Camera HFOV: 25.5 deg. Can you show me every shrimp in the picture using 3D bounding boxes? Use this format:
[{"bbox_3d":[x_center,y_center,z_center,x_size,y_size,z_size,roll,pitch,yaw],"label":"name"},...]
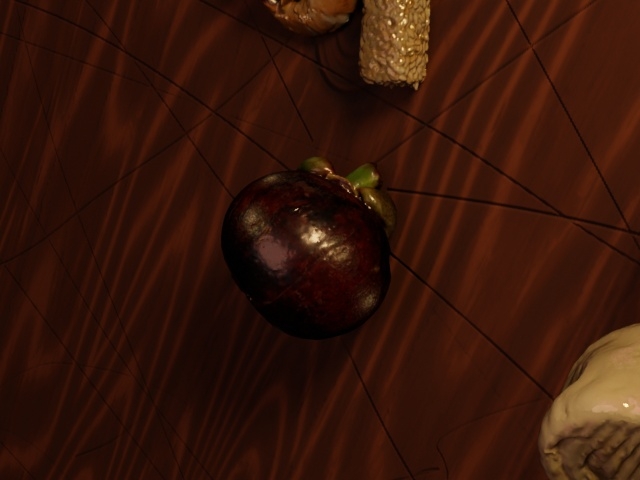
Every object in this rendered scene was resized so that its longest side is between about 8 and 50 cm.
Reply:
[{"bbox_3d":[-0.056,-0.340,1.774,0.287,0.063,0.152,22,124,41],"label":"shrimp"}]

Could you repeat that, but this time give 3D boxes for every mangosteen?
[{"bbox_3d":[-0.003,0.010,1.685,0.216,0.216,0.216,10,104,45],"label":"mangosteen"}]

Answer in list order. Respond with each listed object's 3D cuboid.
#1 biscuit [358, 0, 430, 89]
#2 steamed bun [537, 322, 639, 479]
[{"bbox_3d":[0.084,-0.259,1.629,0.082,0.070,0.168,11,102,37],"label":"biscuit"},{"bbox_3d":[0.350,0.159,1.312,0.280,0.207,0.268,-6,132,29],"label":"steamed bun"}]
